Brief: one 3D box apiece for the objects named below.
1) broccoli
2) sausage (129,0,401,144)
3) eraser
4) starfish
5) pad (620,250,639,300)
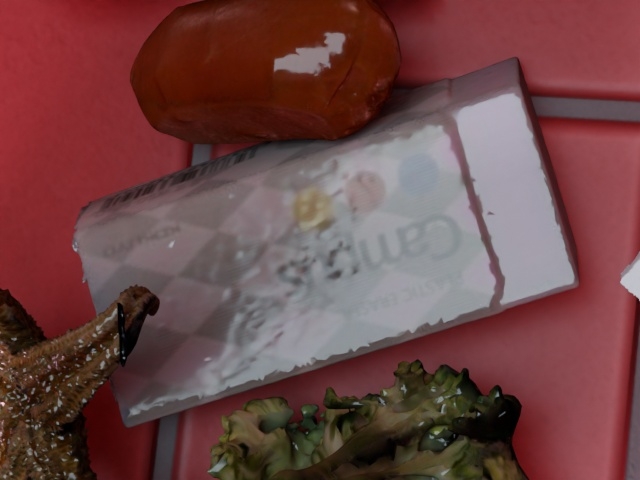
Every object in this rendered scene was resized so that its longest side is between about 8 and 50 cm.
[{"bbox_3d":[0.032,0.189,1.190,0.263,0.243,0.247,47,110,22],"label":"broccoli"},{"bbox_3d":[-0.047,-0.145,1.302,0.258,0.133,0.133,-2,81,41],"label":"sausage"},{"bbox_3d":[0.000,0.000,1.309,0.397,0.082,0.213,-19,79,13],"label":"eraser"},{"bbox_3d":[-0.230,0.112,1.287,0.303,0.113,0.312,-31,88,53],"label":"starfish"},{"bbox_3d":[0.367,0.042,1.237,0.232,0.004,0.156,40,95,17],"label":"pad"}]
